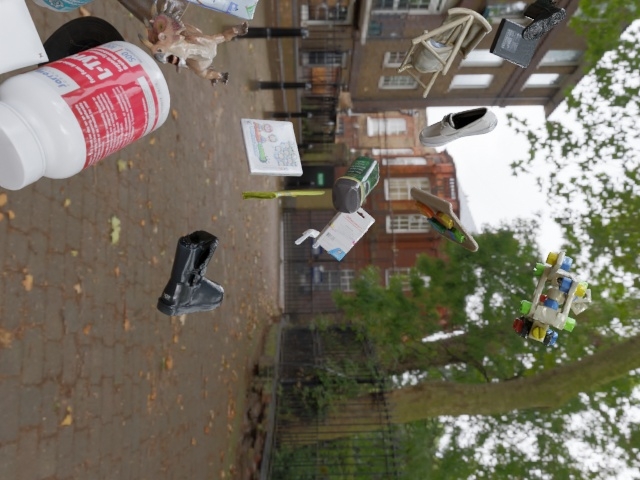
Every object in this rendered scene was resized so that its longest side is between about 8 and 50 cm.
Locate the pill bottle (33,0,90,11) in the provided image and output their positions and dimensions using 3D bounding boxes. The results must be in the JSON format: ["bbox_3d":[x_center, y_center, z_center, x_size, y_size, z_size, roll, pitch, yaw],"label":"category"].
[{"bbox_3d":[-0.618,-0.651,1.324,0.146,0.264,0.146,-2,92,-52],"label":"pill bottle"}]

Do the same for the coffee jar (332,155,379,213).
[{"bbox_3d":[0.095,-0.151,1.464,0.184,0.079,0.096,-52,148,-50],"label":"coffee jar"}]

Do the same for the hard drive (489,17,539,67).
[{"bbox_3d":[0.541,-0.547,1.502,0.022,0.135,0.094,46,-58,59],"label":"hard drive"}]

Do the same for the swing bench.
[{"bbox_3d":[0.440,-0.692,1.961,0.165,0.255,0.253,46,-7,0],"label":"swing bench"}]

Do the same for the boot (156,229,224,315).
[{"bbox_3d":[-0.305,0.079,1.407,0.246,0.094,0.207,-7,124,-65],"label":"boot"}]

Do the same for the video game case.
[{"bbox_3d":[-0.127,-0.239,1.391,0.019,0.143,0.157,-42,-124,56],"label":"video game case"}]

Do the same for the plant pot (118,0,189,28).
[{"bbox_3d":[-0.504,-0.725,1.498,0.231,0.215,0.215,21,60,-42],"label":"plant pot"}]

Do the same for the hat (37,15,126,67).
[{"bbox_3d":[-0.733,-0.552,1.756,0.134,0.332,0.331,-52,143,-74],"label":"hat"}]

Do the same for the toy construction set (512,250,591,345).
[{"bbox_3d":[0.569,0.149,1.334,0.328,0.151,0.214,20,91,-59],"label":"toy construction set"}]

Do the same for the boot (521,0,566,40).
[{"bbox_3d":[0.548,-0.564,1.371,0.045,0.121,0.099,49,15,-41],"label":"boot"}]

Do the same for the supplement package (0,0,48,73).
[{"bbox_3d":[-0.675,-0.444,1.101,0.244,0.139,0.133,40,-32,39],"label":"supplement package"}]

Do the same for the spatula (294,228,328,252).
[{"bbox_3d":[0.000,0.000,1.962,0.242,0.168,0.019,-43,147,-68],"label":"spatula"}]

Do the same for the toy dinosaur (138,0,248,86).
[{"bbox_3d":[-0.280,-0.395,1.079,0.296,0.201,0.127,26,-74,56],"label":"toy dinosaur"}]

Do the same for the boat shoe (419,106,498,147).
[{"bbox_3d":[0.434,-0.375,1.763,0.088,0.268,0.096,33,63,-45],"label":"boat shoe"}]

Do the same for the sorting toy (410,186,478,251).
[{"bbox_3d":[0.369,-0.059,1.643,0.208,0.038,0.193,49,-7,-35],"label":"sorting toy"}]

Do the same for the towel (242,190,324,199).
[{"bbox_3d":[-0.090,-0.117,1.398,0.237,0.102,0.021,-11,104,-59],"label":"towel"}]

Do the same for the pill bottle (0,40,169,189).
[{"bbox_3d":[-0.549,-0.279,1.198,0.407,0.229,0.228,-50,148,-46],"label":"pill bottle"}]

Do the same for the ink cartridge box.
[{"bbox_3d":[0.082,-0.037,1.797,0.181,0.104,0.061,-48,-169,10],"label":"ink cartridge box"}]

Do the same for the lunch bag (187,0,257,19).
[{"bbox_3d":[-0.282,-0.659,1.314,0.115,0.243,0.303,-59,-137,30],"label":"lunch bag"}]
